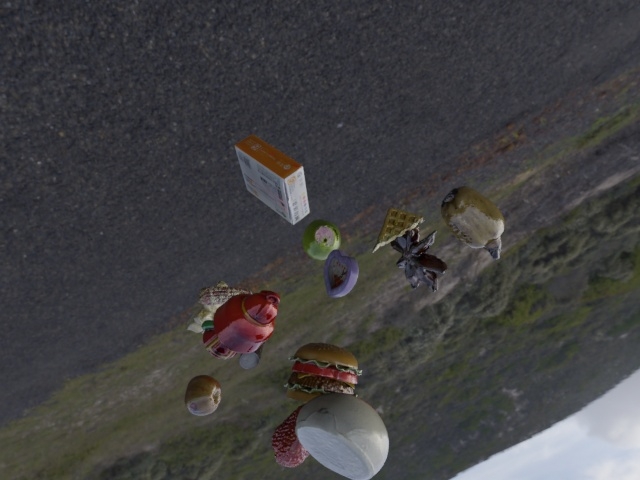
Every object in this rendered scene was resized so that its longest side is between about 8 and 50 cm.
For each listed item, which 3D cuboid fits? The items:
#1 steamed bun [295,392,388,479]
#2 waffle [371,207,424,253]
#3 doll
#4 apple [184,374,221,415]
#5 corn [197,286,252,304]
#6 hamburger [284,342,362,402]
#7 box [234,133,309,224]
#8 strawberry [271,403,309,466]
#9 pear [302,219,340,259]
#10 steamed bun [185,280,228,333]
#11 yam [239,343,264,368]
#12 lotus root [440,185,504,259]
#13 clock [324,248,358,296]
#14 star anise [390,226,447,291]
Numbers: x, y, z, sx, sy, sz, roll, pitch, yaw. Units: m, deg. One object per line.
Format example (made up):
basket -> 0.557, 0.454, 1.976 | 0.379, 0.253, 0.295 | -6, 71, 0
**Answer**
steamed bun -> 0.073, 0.556, 1.458 | 0.177, 0.283, 0.283 | -50, 179, -38
waffle -> 0.235, -0.016, 1.484 | 0.125, 0.190, 0.032 | 18, 140, 6
doll -> -0.240, 0.259, 1.554 | 0.363, 0.183, 0.160 | -43, -165, 33
apple -> -0.368, 0.486, 1.564 | 0.102, 0.125, 0.126 | 1, 163, 8
corn -> -0.389, 0.229, 2.052 | 0.237, 0.079, 0.079 | 6, 146, -36
hamburger -> 0.011, 0.478, 1.791 | 0.275, 0.212, 0.274 | 10, 168, 2
box -> -0.161, -0.206, 1.682 | 0.091, 0.274, 0.220 | -37, 146, -23
strawberry -> -0.081, 0.701, 1.727 | 0.175, 0.106, 0.235 | -11, 115, -12
pear -> 0.000, 0.000, 2.282 | 0.188, 0.187, 0.220 | -19, 174, -20
steamed bun -> -0.510, 0.328, 2.365 | 0.295, 0.137, 0.292 | -47, -167, 44
yam -> -0.246, 0.398, 1.784 | 0.079, 0.079, 0.141 | -28, -167, 6
lotus root -> 0.409, -0.048, 1.306 | 0.125, 0.221, 0.118 | -41, -174, 39
clock -> 0.079, 0.131, 1.824 | 0.064, 0.198, 0.172 | 11, 100, -27
star anise -> 0.307, 0.040, 1.612 | 0.088, 0.288, 0.288 | -26, 163, -20
